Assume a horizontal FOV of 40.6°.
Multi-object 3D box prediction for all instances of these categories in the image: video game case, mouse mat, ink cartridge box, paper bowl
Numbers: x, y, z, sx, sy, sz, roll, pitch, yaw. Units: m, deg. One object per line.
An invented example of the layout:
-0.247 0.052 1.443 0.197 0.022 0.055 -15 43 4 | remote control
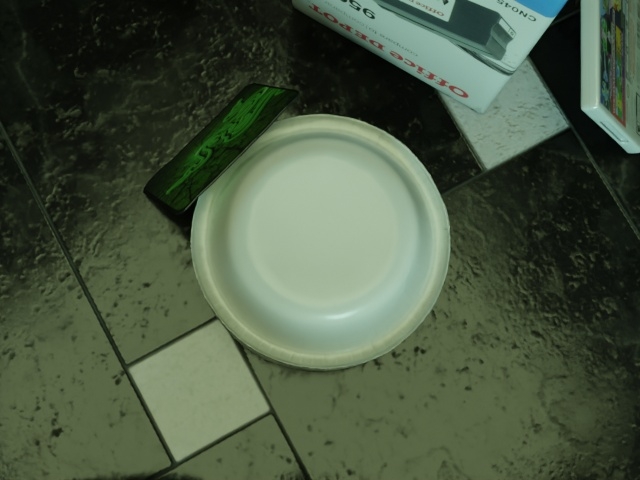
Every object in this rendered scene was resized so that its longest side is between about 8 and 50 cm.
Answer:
0.338 -0.220 1.001 0.023 0.183 0.201 -4 78 34 | video game case
-0.116 -0.109 0.973 0.189 0.153 0.007 -46 118 -10 | mouse mat
0.126 -0.316 0.890 0.285 0.395 0.166 31 82 3 | ink cartridge box
0.000 0.000 0.951 0.284 0.148 0.284 0 81 -2 | paper bowl
